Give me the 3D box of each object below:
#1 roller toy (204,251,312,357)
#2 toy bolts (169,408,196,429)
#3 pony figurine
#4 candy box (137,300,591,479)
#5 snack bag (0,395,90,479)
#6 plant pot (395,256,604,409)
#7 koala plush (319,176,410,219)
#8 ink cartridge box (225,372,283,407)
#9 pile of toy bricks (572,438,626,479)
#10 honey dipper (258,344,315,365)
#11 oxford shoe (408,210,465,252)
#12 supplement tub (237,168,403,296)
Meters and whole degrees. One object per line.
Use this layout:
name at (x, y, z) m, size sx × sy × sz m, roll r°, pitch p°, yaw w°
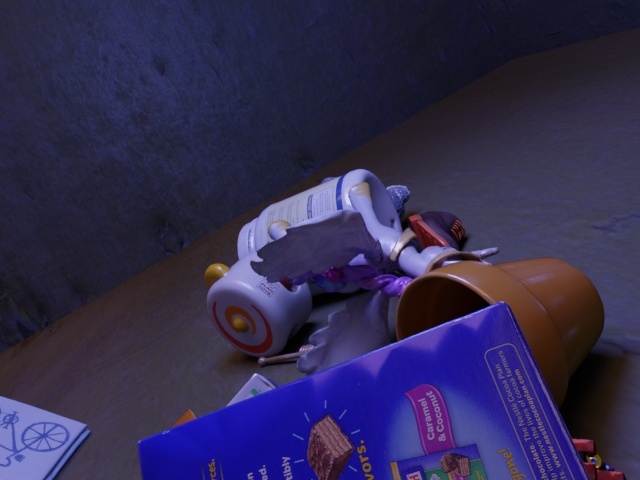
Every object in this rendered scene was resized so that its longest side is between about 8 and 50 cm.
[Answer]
roller toy at (-0.128, 0.132, 1.133) m, size 0.191 × 0.209 × 0.146 m, roll 1°, pitch 30°, yaw 33°
toy bolts at (-0.035, 0.265, 0.604) m, size 0.158 × 0.218 × 0.228 m, roll -28°, pitch 33°, yaw -23°
pony figurine at (0.054, 0.042, 0.904) m, size 0.350 × 0.303 × 0.363 m, roll -25°, pitch 28°, yaw -19°
candy box at (0.042, 0.230, 0.412) m, size 0.317 × 0.268 × 0.122 m, roll -23°, pitch -25°, yaw 12°
snack bag at (-0.672, 0.421, 1.065) m, size 0.322 × 0.037 × 0.342 m, roll 18°, pitch 21°, yaw 0°
plant pot at (0.227, 0.107, 0.662) m, size 0.187 × 0.205 × 0.205 m, roll -19°, pitch 10°, yaw -30°
koala plush at (0.115, -0.076, 1.434) m, size 0.221 × 0.203 × 0.196 m, roll -5°, pitch 26°, yaw 28°
ink cartridge box at (-0.131, 0.292, 0.782) m, size 0.225 × 0.056 × 0.181 m, roll -49°, pitch -15°, yaw -10°
pile of toy bricks at (0.163, 0.242, 0.515) m, size 0.212 × 0.118 × 0.105 m, roll -8°, pitch 57°, yaw 31°
honey dipper at (-0.061, 0.221, 1.060) m, size 0.160 × 0.030 × 0.030 m, roll -19°, pitch 18°, yaw 40°
oxford shoe at (0.255, -0.018, 1.155) m, size 0.098 × 0.097 × 0.271 m, roll -21°, pitch 16°, yaw 3°
supplement tub at (0.000, 0.000, 1.259) m, size 0.324 × 0.236 × 0.235 m, roll -20°, pitch 18°, yaw 26°
